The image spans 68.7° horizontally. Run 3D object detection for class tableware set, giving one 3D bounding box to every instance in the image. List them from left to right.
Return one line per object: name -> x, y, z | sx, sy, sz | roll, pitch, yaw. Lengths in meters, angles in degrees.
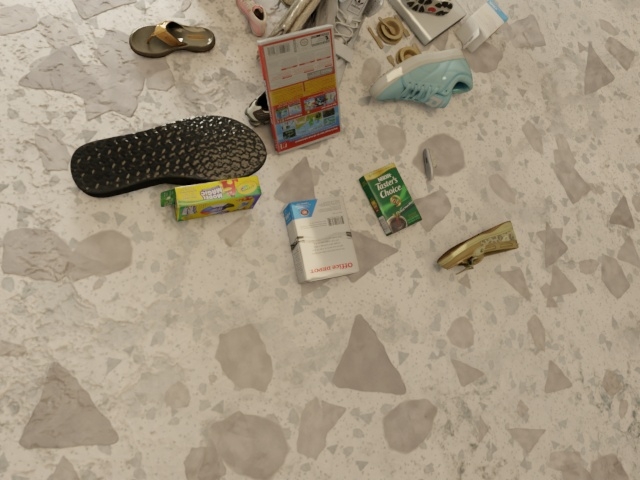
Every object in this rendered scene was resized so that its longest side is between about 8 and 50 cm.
tableware set -> 0.250, -0.611, 1.447 | 0.128, 0.039, 0.194 | -33, 90, -22

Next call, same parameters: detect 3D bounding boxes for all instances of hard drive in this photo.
hard drive -> 0.310, -0.800, 1.509 | 0.203, 0.040, 0.307 | -41, 93, -22

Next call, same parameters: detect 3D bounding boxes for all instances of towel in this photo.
towel -> -0.063, -0.603, 1.257 | 0.049, 0.187, 0.282 | 38, 69, -24

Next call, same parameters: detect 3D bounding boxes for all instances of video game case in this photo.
video game case -> -0.044, -0.385, 1.208 | 0.204, 0.025, 0.285 | -23, 127, -22

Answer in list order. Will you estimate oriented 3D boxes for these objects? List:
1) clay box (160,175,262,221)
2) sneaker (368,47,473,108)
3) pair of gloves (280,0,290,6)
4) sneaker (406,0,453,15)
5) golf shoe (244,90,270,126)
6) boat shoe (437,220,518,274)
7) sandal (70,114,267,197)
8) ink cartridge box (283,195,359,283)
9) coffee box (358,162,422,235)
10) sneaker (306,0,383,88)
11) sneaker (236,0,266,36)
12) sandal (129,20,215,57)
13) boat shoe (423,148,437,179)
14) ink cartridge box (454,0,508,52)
clay box -> -0.261, -0.096, 1.111 | 0.222, 0.127, 0.053 | -13, 82, -20
sneaker -> 0.318, -0.459, 1.386 | 0.365, 0.135, 0.150 | -24, 83, -21
pair of gloves -> -0.135, -0.781, 1.267 | 0.042, 0.240, 0.204 | -14, 81, 15
sneaker -> 0.333, -0.755, 1.462 | 0.169, 0.068, 0.071 | 5, 61, -26
golf shoe -> -0.105, -0.371, 1.245 | 0.198, 0.094, 0.077 | -36, 90, -24
boat shoe -> 0.460, 0.028, 1.340 | 0.285, 0.104, 0.089 | -23, 83, -22
sandal -> -0.354, -0.198, 1.129 | 0.445, 0.107, 0.168 | -8, 82, -7
ink cartridge box -> 0.000, 0.000, 1.200 | 0.148, 0.086, 0.203 | -9, 82, -20
coffee box -> 0.196, -0.116, 1.317 | 0.113, 0.040, 0.184 | -24, 86, -22
sneaker -> 0.052, -0.571, 1.270 | 0.137, 0.210, 0.366 | 16, 72, -28
sneaker -> -0.186, -0.640, 1.290 | 0.051, 0.070, 0.134 | -25, 86, -20
sandal -> -0.377, -0.524, 1.204 | 0.219, 0.060, 0.090 | -8, 81, -20
boat shoe -> 0.331, -0.226, 1.392 | 0.035, 0.035, 0.100 | -1, 72, -16
ink cartridge box -> 0.520, -0.696, 1.529 | 0.090, 0.092, 0.143 | 48, 68, -3
